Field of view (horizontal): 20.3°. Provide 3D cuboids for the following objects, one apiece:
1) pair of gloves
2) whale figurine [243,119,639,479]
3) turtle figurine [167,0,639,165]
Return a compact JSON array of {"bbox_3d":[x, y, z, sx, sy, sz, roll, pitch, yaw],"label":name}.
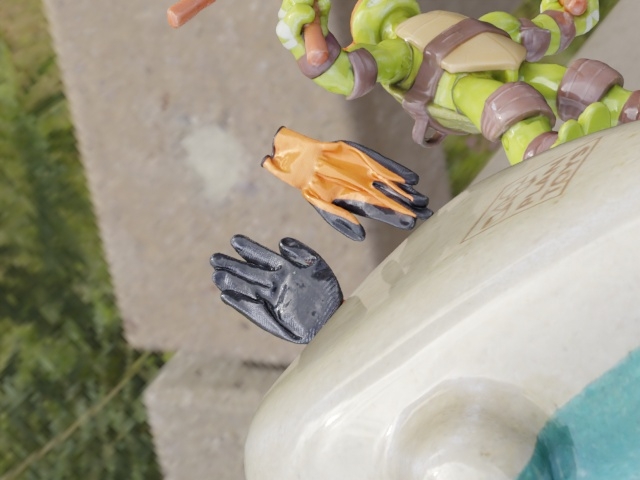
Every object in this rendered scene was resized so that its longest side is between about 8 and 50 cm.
[{"bbox_3d":[0.000,0.000,0.703,0.074,0.010,0.083,24,83,20],"label":"pair of gloves"},{"bbox_3d":[0.100,0.042,0.568,0.272,0.216,0.141,-34,98,39],"label":"whale figurine"},{"bbox_3d":[0.071,-0.084,0.917,0.217,0.269,0.087,34,121,41],"label":"turtle figurine"}]
